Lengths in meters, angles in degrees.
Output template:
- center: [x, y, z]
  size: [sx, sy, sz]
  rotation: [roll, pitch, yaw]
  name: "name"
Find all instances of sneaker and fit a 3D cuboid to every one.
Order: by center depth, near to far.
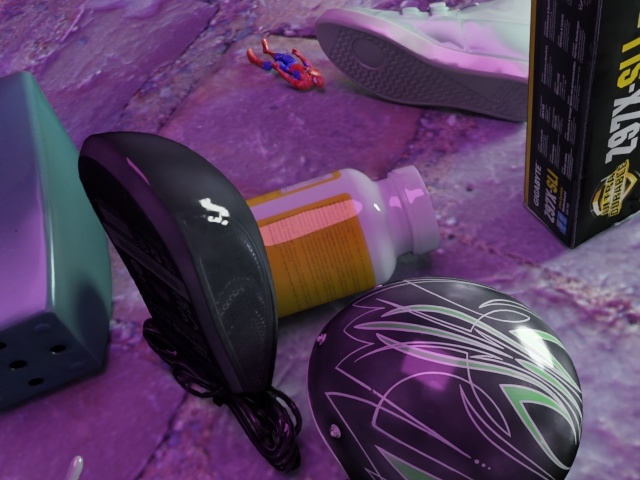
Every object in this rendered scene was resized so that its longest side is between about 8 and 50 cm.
- center: [0.132, -0.218, 0.814]
  size: [0.256, 0.094, 0.151]
  rotation: [19, 62, 15]
  name: "sneaker"

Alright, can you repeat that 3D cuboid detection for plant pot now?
- center: [-0.277, 0.011, 0.676]
  size: [0.166, 0.165, 0.234]
  rotation: [-22, 55, -6]
  name: "plant pot"

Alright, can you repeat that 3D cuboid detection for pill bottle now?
- center: [0.000, 0.000, 0.653]
  size: [0.184, 0.103, 0.103]
  rotation: [-18, 48, -2]
  name: "pill bottle"

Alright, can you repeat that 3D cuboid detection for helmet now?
- center: [0.080, 0.102, 0.504]
  size: [0.169, 0.161, 0.169]
  rotation: [-7, 48, 8]
  name: "helmet"

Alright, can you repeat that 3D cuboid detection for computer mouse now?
- center: [-0.080, 0.026, 0.539]
  size: [0.072, 0.272, 0.188]
  rotation: [-38, 51, -24]
  name: "computer mouse"

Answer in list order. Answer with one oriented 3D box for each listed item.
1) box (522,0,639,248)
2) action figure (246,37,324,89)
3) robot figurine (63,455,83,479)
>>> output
- center: [0.279, -0.169, 0.585]
  size: [0.257, 0.322, 0.079]
  rotation: [-26, 50, -9]
  name: "box"
- center: [-0.036, -0.197, 0.884]
  size: [0.038, 0.030, 0.115]
  rotation: [-37, 53, -25]
  name: "action figure"
- center: [-0.159, 0.291, 0.374]
  size: [0.300, 0.200, 0.353]
  rotation: [-29, 45, 20]
  name: "robot figurine"
